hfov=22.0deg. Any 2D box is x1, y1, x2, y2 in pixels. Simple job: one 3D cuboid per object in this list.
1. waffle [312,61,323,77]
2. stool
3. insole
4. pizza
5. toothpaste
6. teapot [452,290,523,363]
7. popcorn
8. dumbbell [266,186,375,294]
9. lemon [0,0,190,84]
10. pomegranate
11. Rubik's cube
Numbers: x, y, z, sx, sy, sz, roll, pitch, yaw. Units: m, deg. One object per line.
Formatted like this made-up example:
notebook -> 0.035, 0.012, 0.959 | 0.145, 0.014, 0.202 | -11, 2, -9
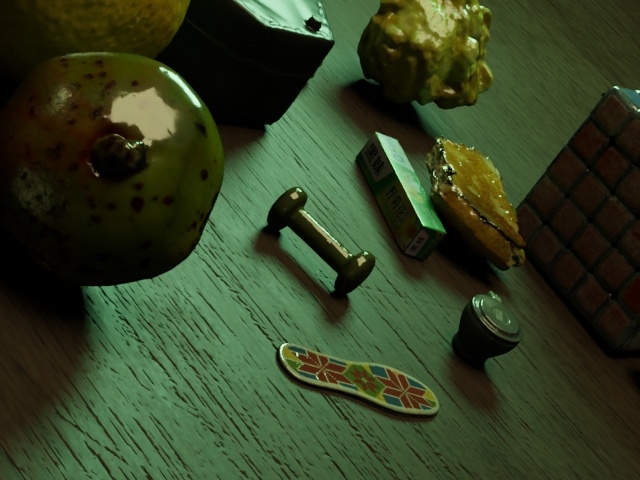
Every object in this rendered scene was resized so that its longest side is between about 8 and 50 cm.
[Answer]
waffle -> -0.079, -0.271, 1.998 | 0.194, 0.051, 0.149 | 27, 25, -23
stool -> -0.104, -0.243, 1.804 | 0.232, 0.141, 0.232 | 30, 25, -16
insole -> 0.038, 0.129, 1.514 | 0.193, 0.006, 0.065 | 20, 30, -35
pizza -> 0.169, -0.050, 1.916 | 0.147, 0.069, 0.226 | 36, 21, -27
toothpaste -> 0.089, -0.051, 1.849 | 0.037, 0.043, 0.178 | 17, 32, -32
teapot -> 0.168, 0.090, 1.696 | 0.066, 0.057, 0.088 | 33, 28, -14
popcorn -> 0.139, -0.257, 2.098 | 0.155, 0.198, 0.197 | 13, 11, 31
dumbbell -> 0.000, 0.000, 1.631 | 0.118, 0.052, 0.046 | 43, 55, 13
lemon -> -0.251, -0.267, 1.509 | 0.310, 0.253, 0.253 | 38, 17, -46
pomegranate -> -0.180, -0.071, 1.352 | 0.198, 0.198, 0.246 | 27, 23, -22
Rubik's cube -> 0.416, -0.020, 1.996 | 0.237, 0.238, 0.237 | 5, 41, -48
